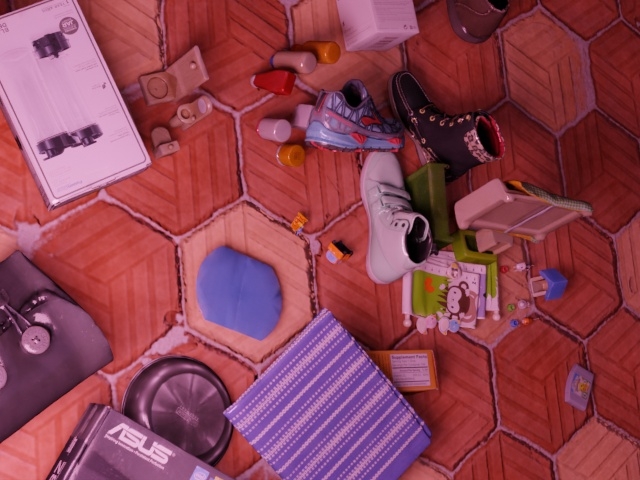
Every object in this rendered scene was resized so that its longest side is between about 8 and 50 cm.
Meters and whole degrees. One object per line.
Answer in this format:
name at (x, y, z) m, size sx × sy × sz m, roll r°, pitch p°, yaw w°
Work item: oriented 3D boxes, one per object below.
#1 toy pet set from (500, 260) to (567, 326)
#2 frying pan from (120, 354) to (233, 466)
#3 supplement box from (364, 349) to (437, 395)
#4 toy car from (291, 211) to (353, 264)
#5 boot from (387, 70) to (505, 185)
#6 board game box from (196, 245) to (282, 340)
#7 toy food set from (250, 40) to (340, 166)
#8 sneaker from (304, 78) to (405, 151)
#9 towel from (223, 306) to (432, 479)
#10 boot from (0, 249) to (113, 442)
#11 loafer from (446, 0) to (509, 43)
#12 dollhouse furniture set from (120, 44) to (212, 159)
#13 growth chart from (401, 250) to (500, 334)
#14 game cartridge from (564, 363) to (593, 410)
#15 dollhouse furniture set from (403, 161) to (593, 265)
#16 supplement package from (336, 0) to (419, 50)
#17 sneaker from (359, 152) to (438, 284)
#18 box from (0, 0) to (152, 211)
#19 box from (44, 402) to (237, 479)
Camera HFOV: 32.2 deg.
toy pet set at (0.423, 0.099, 2.165) m, size 0.114 × 0.065 × 0.122 m, roll -6°, pitch 82°, yaw -34°
frying pan at (-0.258, 0.304, 1.690) m, size 0.326 × 0.053 × 0.197 m, roll -35°, pitch 97°, yaw -37°
supplement box at (0.087, 0.231, 1.909) m, size 0.233 × 0.078 × 0.080 m, roll 5°, pitch 74°, yaw -32°
toy car at (0.000, 0.000, 1.946) m, size 0.122 × 0.060 × 0.040 m, roll 40°, pitch 104°, yaw 0°
boot at (0.234, -0.227, 2.052) m, size 0.085 × 0.178 × 0.236 m, roll -29°, pitch 96°, yaw -34°
board game box at (-0.141, 0.089, 1.825) m, size 0.168 × 0.033 × 0.133 m, roll 25°, pitch 61°, yaw -31°
toy food set at (-0.059, -0.250, 1.941) m, size 0.111 × 0.104 × 0.232 m, roll 18°, pitch 87°, yaw -42°
sneaker at (0.076, -0.219, 1.945) m, size 0.262 × 0.104 × 0.125 m, roll -9°, pitch 109°, yaw -57°
towel at (0.021, 0.303, 1.810) m, size 0.243 × 0.040 × 0.336 m, roll -45°, pitch 117°, yaw -15°
boot at (-0.458, 0.279, 1.510) m, size 0.367 × 0.146 × 0.445 m, roll 53°, pitch 54°, yaw -8°
loafer at (0.313, -0.586, 2.220) m, size 0.133 × 0.130 × 0.366 m, roll -10°, pitch 84°, yaw -34°
dollhouse furniture set at (-0.260, -0.210, 1.763) m, size 0.151 × 0.123 × 0.144 m, roll -19°, pitch 89°, yaw -35°
growth chart at (0.246, 0.091, 2.080) m, size 0.237 × 0.021 × 0.172 m, roll 1°, pitch 77°, yaw -31°
game cartridge at (0.514, 0.291, 2.207) m, size 0.056 × 0.017 × 0.083 m, roll 29°, pitch 64°, yaw -20°
dollhouse furniture set at (0.311, -0.080, 1.977) m, size 0.197 × 0.301 × 0.151 m, roll 8°, pitch 67°, yaw -28°
supplement package at (0.098, -0.455, 2.066) m, size 0.105 × 0.105 × 0.179 m, roll -7°, pitch 82°, yaw -34°
sneaker at (0.147, -0.059, 1.974) m, size 0.094 × 0.151 × 0.256 m, roll 6°, pitch 74°, yaw -30°
box at (-0.395, -0.208, 1.677) m, size 0.169 × 0.087 × 0.290 m, roll -27°, pitch 93°, yaw -20°
box at (-0.241, 0.468, 1.607) m, size 0.395 × 0.097 × 0.318 m, roll 36°, pitch 70°, yaw -20°
